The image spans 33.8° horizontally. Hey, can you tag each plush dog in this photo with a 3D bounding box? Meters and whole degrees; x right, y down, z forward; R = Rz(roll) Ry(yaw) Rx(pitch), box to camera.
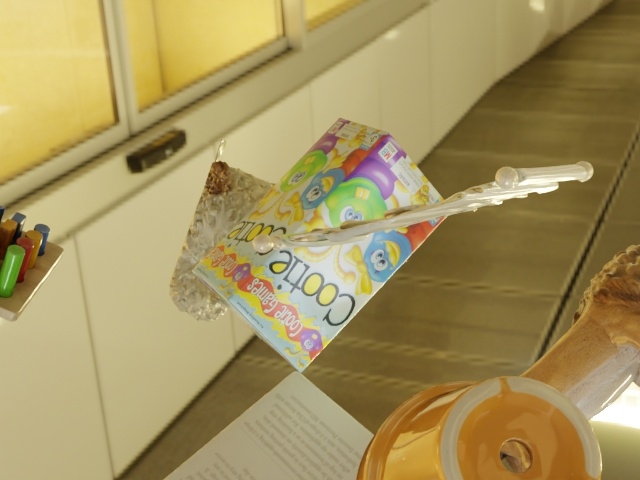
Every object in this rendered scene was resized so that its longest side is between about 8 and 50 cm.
[{"bbox_3d":[-0.069,-0.010,1.494,0.225,0.211,0.262,20,-133,-6],"label":"plush dog"}]

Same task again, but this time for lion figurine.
[{"bbox_3d":[0.285,0.160,1.160,0.392,0.142,0.240,-36,-154,1],"label":"lion figurine"}]

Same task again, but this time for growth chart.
[{"bbox_3d":[0.086,-0.025,0.838,0.237,0.021,0.172,-15,177,28],"label":"growth chart"}]

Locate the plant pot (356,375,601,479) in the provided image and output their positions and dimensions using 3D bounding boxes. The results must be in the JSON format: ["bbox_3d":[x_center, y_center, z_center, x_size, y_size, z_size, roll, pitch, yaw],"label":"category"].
[{"bbox_3d":[0.143,0.202,0.885,0.205,0.188,0.205,3,-115,-6],"label":"plant pot"}]

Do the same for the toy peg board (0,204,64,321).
[{"bbox_3d":[-0.403,-0.003,1.271,0.161,0.079,0.161,24,-151,-4],"label":"toy peg board"}]

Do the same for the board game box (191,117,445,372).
[{"bbox_3d":[0.000,0.000,1.309,0.275,0.142,0.144,-47,-153,-8],"label":"board game box"}]

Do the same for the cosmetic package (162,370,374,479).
[{"bbox_3d":[-0.114,0.404,1.341,0.453,0.162,0.230,-38,-142,-15],"label":"cosmetic package"}]
